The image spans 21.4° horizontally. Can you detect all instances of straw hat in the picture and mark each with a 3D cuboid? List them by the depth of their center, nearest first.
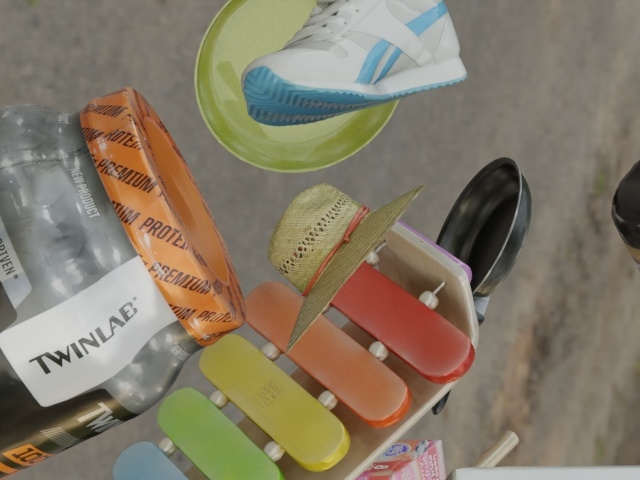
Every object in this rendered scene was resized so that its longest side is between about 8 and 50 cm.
[{"bbox_3d":[0.000,0.000,1.091,0.144,0.061,0.144,-51,178,-2],"label":"straw hat"}]

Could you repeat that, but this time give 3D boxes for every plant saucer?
[{"bbox_3d":[-0.024,-0.192,1.873,0.037,0.241,0.241,-117,-164,-61],"label":"plant saucer"}]

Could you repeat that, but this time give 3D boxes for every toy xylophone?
[{"bbox_3d":[-0.004,0.131,1.187,0.322,0.236,0.081,-48,134,-16],"label":"toy xylophone"}]

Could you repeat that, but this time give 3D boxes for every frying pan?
[{"bbox_3d":[0.186,0.035,1.911,0.197,0.053,0.326,-55,-159,30],"label":"frying pan"}]

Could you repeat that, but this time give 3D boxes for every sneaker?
[{"bbox_3d":[0.016,-0.139,1.215,0.229,0.087,0.092,-19,95,-53],"label":"sneaker"}]

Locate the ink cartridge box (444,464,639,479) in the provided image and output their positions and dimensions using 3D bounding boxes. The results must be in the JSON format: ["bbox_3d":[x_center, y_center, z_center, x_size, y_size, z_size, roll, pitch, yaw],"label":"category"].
[{"bbox_3d":[0.142,0.227,0.883,0.093,0.154,0.212,97,-7,-71],"label":"ink cartridge box"}]

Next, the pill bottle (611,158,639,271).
[{"bbox_3d":[0.264,0.042,0.954,0.219,0.123,0.123,58,39,-20],"label":"pill bottle"}]

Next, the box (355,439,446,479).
[{"bbox_3d":[0.056,0.369,1.760,0.142,0.154,0.299,-20,104,-64],"label":"box"}]

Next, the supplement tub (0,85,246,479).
[{"bbox_3d":[-0.215,0.047,0.963,0.193,0.316,0.193,63,5,-11],"label":"supplement tub"}]
